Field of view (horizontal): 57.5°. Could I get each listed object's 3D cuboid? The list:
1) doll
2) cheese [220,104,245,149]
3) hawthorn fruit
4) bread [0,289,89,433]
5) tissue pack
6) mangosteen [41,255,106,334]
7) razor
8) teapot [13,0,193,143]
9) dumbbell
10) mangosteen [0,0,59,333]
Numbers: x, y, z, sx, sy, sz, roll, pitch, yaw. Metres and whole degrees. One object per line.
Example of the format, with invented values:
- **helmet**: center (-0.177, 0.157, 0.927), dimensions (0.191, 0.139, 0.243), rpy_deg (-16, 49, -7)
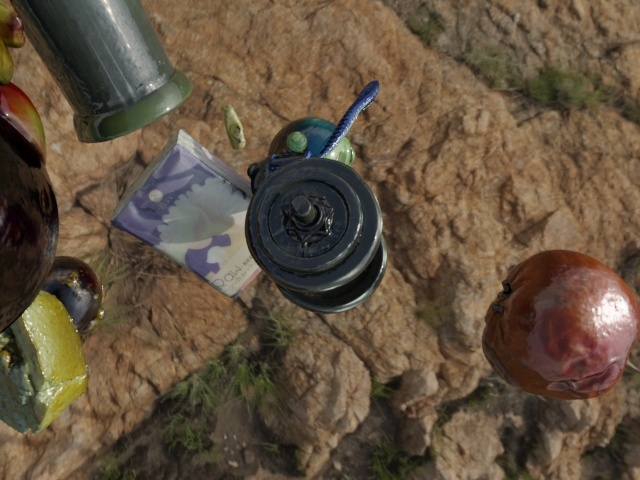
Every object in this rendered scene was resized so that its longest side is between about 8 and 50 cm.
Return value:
- **doll**: center (-0.039, -0.161, 1.268), dimensions (0.186, 0.322, 0.198), rpy_deg (31, 121, 11)
- **cheese**: center (-0.158, -0.207, 1.065), dimensions (0.030, 0.044, 0.083), rpy_deg (-18, 100, -10)
- **hawthorn fruit**: center (0.395, 0.146, 0.900), dimensions (0.272, 0.242, 0.241), rpy_deg (27, 82, 4)
- **bread**: center (-0.510, 0.196, 0.992), dimensions (0.186, 0.124, 0.256), rpy_deg (5, 115, 13)
- **tissue pack**: center (-0.253, -0.048, 1.314), dimensions (0.344, 0.125, 0.242), rpy_deg (37, 105, -25)
- **mangosteen**: center (-0.551, 0.137, 1.267), dimensions (0.192, 0.192, 0.217), rpy_deg (-52, 141, -11)
- **razor**: center (0.033, -0.220, 1.136), dimensions (0.324, 0.093, 0.056), rpy_deg (-47, 124, -36)
- **teapot**: center (-0.362, -0.344, 0.866), dimensions (0.200, 0.270, 0.336), rpy_deg (-34, 126, -17)
- **dumbbell**: center (0.000, 0.000, 0.853), dimensions (0.192, 0.290, 0.191), rpy_deg (-3, 71, 9)
- **mangosteen**: center (-0.447, -0.072, 0.576), dimensions (0.382, 0.382, 0.434), rpy_deg (22, 95, -19)
